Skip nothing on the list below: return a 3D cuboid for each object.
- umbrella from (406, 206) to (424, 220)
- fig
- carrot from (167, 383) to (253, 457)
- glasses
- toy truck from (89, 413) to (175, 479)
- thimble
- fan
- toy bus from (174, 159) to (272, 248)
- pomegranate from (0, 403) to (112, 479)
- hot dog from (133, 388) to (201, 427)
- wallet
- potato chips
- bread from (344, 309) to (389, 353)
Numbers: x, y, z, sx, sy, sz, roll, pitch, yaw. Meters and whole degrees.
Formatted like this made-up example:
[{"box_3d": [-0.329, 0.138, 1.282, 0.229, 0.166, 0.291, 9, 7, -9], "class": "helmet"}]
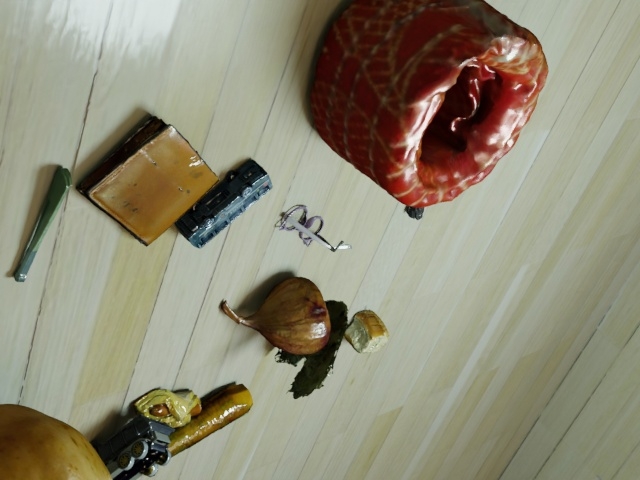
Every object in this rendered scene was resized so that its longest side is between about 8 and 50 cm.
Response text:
[{"box_3d": [0.201, -0.100, 1.956, 0.037, 0.040, 0.144, -31, 151, -36], "class": "umbrella"}, {"box_3d": [-0.082, 0.149, 1.827, 0.201, 0.146, 0.134, -9, 129, -25], "class": "fig"}, {"box_3d": [-0.249, 0.364, 1.939, 0.260, 0.070, 0.070, -29, 146, -22], "class": "carrot"}, {"box_3d": [0.000, 0.000, 1.766, 0.062, 0.104, 0.140, -50, 153, 4], "class": "glasses"}, {"box_3d": [-0.353, 0.391, 1.790, 0.192, 0.092, 0.083, -38, 145, 12], "class": "toy truck"}, {"box_3d": [0.170, -0.236, 1.570, 0.350, 0.230, 0.350, -32, 148, -23], "class": "thimble"}, {"box_3d": [-0.380, -0.016, 1.356, 0.016, 0.038, 0.193, 7, 125, -39], "class": "fan"}, {"box_3d": [-0.151, -0.056, 1.572, 0.166, 0.047, 0.065, -41, 153, -10], "class": "toy bus"}, {"box_3d": [-0.459, 0.444, 1.436, 0.410, 0.410, 0.410, -31, 147, -23], "class": "pomegranate"}, {"box_3d": [-0.274, 0.317, 1.852, 0.169, 0.061, 0.078, 7, 121, -54], "class": "hot dog"}, {"box_3d": [-0.243, -0.084, 1.436, 0.161, 0.042, 0.195, -41, 152, 1], "class": "wallet"}, {"box_3d": [-0.017, 0.207, 1.913, 0.202, 0.220, 0.029, -42, 117, 17], "class": "potato chips"}, {"box_3d": [0.104, 0.202, 2.169, 0.077, 0.070, 0.083, -55, 151, 17], "class": "bread"}]
